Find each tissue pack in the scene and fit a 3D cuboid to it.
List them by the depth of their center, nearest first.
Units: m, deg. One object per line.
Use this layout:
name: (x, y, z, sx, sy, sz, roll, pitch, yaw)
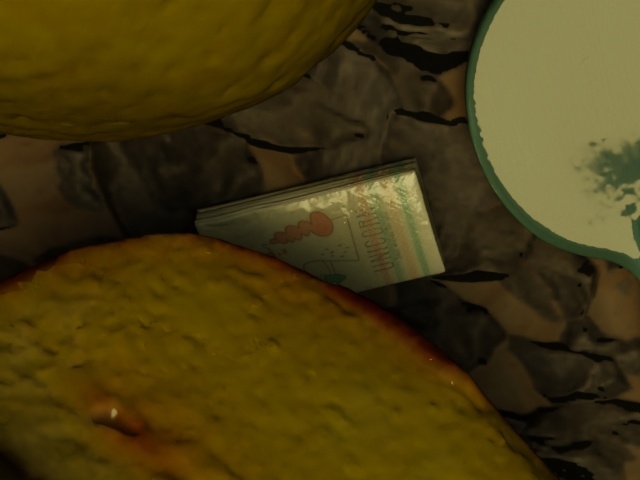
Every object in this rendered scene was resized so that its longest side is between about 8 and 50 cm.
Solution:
tissue pack: (0.000, 0.000, 0.697, 0.108, 0.023, 0.056, -12, 114, 10)

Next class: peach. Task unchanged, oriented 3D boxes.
peach: (-0.050, 0.168, 0.666, 0.306, 0.242, 0.380, 10, 130, 25)

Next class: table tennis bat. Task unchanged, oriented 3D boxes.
table tennis bat: (0.151, -0.025, 0.666, 0.152, 0.040, 0.244, -14, 110, 8)

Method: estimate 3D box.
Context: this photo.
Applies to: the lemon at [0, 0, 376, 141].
lemon: (-0.088, -0.152, 0.505, 0.267, 0.267, 0.267, 2, 115, 4)
